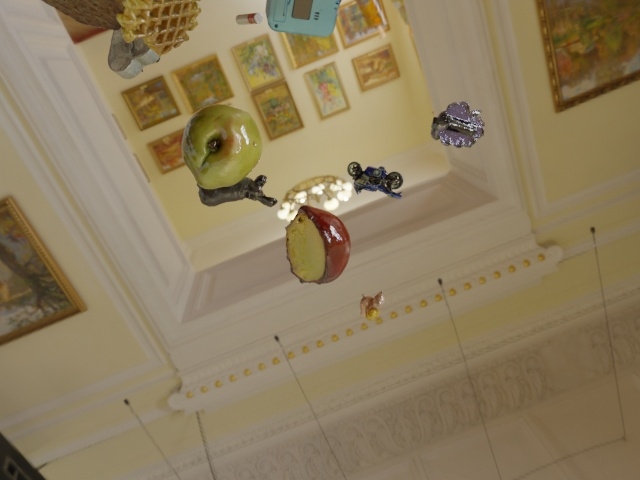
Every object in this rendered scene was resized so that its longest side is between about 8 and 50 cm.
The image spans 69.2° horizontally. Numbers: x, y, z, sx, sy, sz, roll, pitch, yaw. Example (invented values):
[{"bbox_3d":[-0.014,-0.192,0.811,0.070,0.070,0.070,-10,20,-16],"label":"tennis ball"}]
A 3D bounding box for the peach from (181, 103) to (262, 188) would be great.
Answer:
[{"bbox_3d":[-0.364,-0.351,1.704,0.314,0.281,0.316,-36,-164,18],"label":"peach"}]

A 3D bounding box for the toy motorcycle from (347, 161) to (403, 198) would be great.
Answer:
[{"bbox_3d":[0.278,-0.301,2.409,0.315,0.169,0.113,17,-160,16],"label":"toy motorcycle"}]

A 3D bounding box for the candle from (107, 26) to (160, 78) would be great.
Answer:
[{"bbox_3d":[-0.640,-0.655,1.578,0.192,0.169,0.068,-33,167,8],"label":"candle"}]

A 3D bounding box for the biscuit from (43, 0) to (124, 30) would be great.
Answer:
[{"bbox_3d":[-0.703,-0.707,1.268,0.359,0.359,0.046,6,-108,50],"label":"biscuit"}]

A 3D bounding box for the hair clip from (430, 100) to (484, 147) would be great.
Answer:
[{"bbox_3d":[0.382,-0.314,1.263,0.195,0.124,0.052,0,-160,-32],"label":"hair clip"}]

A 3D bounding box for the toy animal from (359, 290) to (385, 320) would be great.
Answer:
[{"bbox_3d":[0.165,0.218,1.567,0.082,0.114,0.091,32,-140,17],"label":"toy animal"}]

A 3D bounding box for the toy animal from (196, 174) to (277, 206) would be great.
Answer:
[{"bbox_3d":[-0.346,-0.222,1.921,0.343,0.169,0.106,2,-171,8],"label":"toy animal"}]

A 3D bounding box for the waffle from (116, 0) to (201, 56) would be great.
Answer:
[{"bbox_3d":[-0.391,-0.557,1.154,0.249,0.056,0.253,-51,177,-17],"label":"waffle"}]

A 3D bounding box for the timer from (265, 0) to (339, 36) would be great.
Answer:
[{"bbox_3d":[-0.056,-0.844,1.613,0.249,0.232,0.091,3,-134,-15],"label":"timer"}]

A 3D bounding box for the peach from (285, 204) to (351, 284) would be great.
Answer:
[{"bbox_3d":[0.000,0.000,1.853,0.257,0.362,0.201,21,-141,40],"label":"peach"}]

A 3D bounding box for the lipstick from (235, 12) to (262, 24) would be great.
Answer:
[{"bbox_3d":[-0.280,-0.866,1.815,0.038,0.038,0.130,-36,-141,-31],"label":"lipstick"}]
